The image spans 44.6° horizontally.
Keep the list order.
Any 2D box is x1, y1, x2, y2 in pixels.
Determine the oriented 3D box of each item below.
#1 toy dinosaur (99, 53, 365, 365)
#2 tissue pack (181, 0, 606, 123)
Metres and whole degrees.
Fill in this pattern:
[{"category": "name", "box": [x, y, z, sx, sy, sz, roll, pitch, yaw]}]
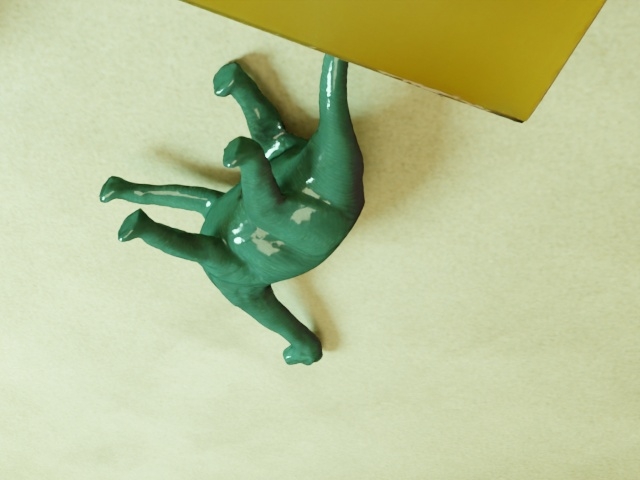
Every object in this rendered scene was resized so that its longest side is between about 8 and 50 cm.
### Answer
[{"category": "toy dinosaur", "box": [0.000, 0.000, 0.706, 0.384, 0.129, 0.331, -27, 135, 37]}, {"category": "tissue pack", "box": [0.027, -0.212, 0.408, 0.275, 0.145, 0.194, 20, 137, -4]}]
